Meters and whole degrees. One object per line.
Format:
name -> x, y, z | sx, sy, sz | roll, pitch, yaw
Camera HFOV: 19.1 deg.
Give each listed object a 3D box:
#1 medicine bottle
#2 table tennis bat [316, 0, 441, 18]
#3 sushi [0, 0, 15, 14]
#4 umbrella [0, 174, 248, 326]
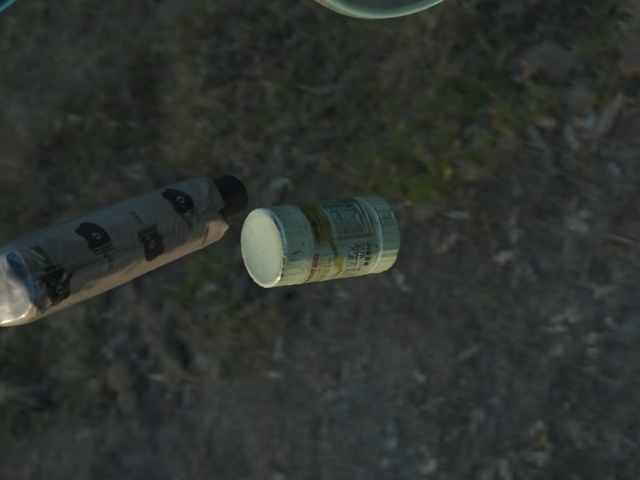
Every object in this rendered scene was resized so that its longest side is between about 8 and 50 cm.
medicine bottle -> 0.000, 0.000, 1.098 | 0.047, 0.083, 0.047 | 12, 105, 53
table tennis bat -> 0.083, -0.224, 1.227 | 0.038, 0.237, 0.149 | -143, 44, -65
sushi -> -0.267, -0.172, 1.016 | 0.359, 0.064, 0.343 | -38, 55, 0
umbrella -> -0.162, -0.001, 1.579 | 0.073, 0.337, 0.067 | -7, 100, 31
